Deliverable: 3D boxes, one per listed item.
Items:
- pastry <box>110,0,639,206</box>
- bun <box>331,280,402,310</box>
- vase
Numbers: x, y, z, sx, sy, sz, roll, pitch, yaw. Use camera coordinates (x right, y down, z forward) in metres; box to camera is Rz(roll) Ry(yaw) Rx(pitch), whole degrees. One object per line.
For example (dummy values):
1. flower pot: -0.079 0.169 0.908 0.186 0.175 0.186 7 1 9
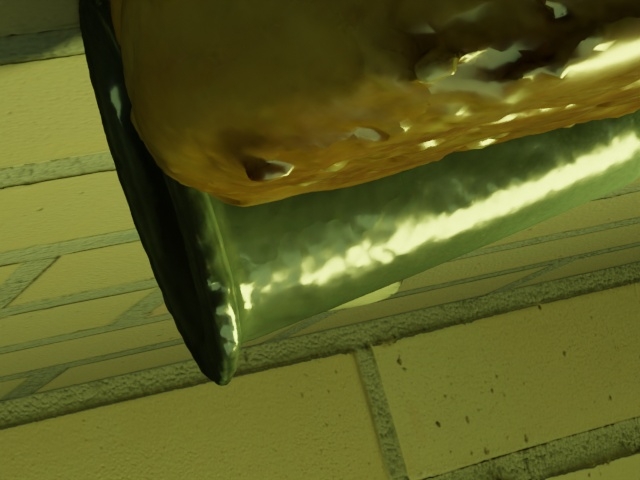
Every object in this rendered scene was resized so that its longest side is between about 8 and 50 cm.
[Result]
1. pastry: 0.062 -0.134 0.718 0.315 0.184 0.284 -15 178 -5
2. bun: 0.000 0.000 1.719 0.173 0.120 0.173 -9 167 -2
3. vase: 0.032 -0.075 0.988 0.291 0.245 0.245 -20 173 -10
